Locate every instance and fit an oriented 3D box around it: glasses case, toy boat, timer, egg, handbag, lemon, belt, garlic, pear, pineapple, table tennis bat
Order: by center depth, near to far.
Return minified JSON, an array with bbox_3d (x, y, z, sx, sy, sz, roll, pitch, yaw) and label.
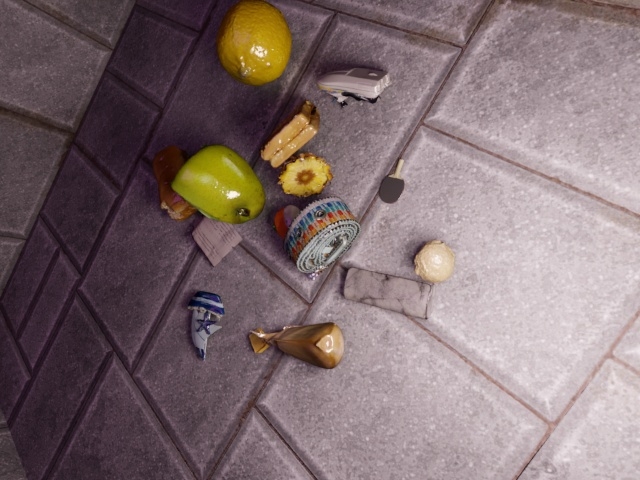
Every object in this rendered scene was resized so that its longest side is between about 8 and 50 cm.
[{"bbox_3d":[0.341,0.066,1.284,0.118,0.116,0.140,2,123,24],"label":"egg"},{"bbox_3d":[0.215,0.165,1.383,0.299,0.060,0.114,9,88,35],"label":"glasses case"},{"bbox_3d":[-0.058,0.333,1.459,0.339,0.196,0.151,0,67,42],"label":"garlic"},{"bbox_3d":[0.252,-0.201,1.463,0.087,0.013,0.156,22,93,36],"label":"table tennis bat"},{"bbox_3d":[0.000,0.000,1.473,0.295,0.207,0.160,-46,57,19],"label":"belt"},{"bbox_3d":[0.117,-0.557,1.564,0.270,0.141,0.140,6,84,34],"label":"toy boat"},{"bbox_3d":[-0.058,-0.245,1.571,0.225,0.225,0.076,-32,47,25],"label":"pineapple"},{"bbox_3d":[-0.128,-0.062,1.641,0.136,0.099,0.136,-20,61,41],"label":"timer"},{"bbox_3d":[-0.238,0.387,1.661,0.061,0.027,0.083,-40,60,22],"label":"handbag"},{"bbox_3d":[-0.360,-0.210,1.712,0.318,0.342,0.238,41,109,5],"label":"pear"},{"bbox_3d":[-0.273,-0.809,1.769,0.336,0.336,0.336,-8,76,33],"label":"lemon"},{"bbox_3d":[-0.475,0.350,1.809,0.210,0.070,0.291,-23,72,33],"label":"toy boat"}]

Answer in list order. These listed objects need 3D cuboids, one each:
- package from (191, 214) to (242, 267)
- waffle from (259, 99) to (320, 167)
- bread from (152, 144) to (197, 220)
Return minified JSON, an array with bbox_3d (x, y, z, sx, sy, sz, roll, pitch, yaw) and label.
[{"bbox_3d":[-0.469,-0.039,1.885,0.204,0.062,0.251,-44,64,20],"label":"package"},{"bbox_3d":[-0.106,-0.404,1.596,0.224,0.098,0.327,-37,19,19],"label":"waffle"},{"bbox_3d":[-0.681,-0.270,2.018,0.195,0.149,0.344,-31,65,26],"label":"bread"}]
